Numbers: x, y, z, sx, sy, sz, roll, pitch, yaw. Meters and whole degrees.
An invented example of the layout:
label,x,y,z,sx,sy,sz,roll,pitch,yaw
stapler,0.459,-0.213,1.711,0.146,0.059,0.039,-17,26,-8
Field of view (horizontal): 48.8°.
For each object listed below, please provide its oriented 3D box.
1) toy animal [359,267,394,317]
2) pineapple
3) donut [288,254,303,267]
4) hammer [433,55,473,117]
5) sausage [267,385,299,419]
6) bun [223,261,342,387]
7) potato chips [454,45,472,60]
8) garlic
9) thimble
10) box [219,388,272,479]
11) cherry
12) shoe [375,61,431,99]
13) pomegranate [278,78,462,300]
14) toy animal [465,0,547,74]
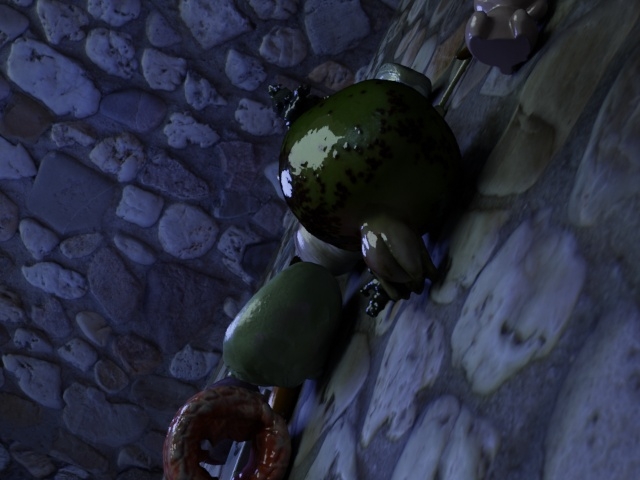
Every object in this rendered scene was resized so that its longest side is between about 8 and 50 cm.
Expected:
label,x,y,z,sx,sy,sz,roll,pitch,yaw
toy animal,0.099,0.076,1.153,0.065,0.047,0.136,-47,11,39
pineapple,0.001,-0.335,1.975,0.223,0.357,0.223,-62,5,9
donut,-0.068,0.177,1.635,0.272,0.107,0.272,25,-90,-86
hammer,0.273,-0.326,1.394,0.195,0.028,0.060,-59,2,11
sausage,-0.074,0.316,1.507,0.062,0.054,0.183,-16,39,41
bun,-0.050,0.181,1.364,0.283,0.179,0.283,-46,-15,-17
potato chips,0.323,-0.428,1.338,0.204,0.037,0.026,-58,19,9
garlic,0.006,-0.063,1.491,0.245,0.253,0.245,-52,14,19
thimble,-0.178,0.391,1.308,0.162,0.239,0.239,124,169,-61
box,-0.154,0.457,1.535,0.149,0.067,0.233,123,170,-53
cherry,-0.242,0.449,1.727,0.266,0.183,0.213,-51,8,-31
shoe,0.149,-0.262,1.640,0.342,0.132,0.211,128,162,-73
pomegranate,0.087,-0.064,1.055,0.285,0.284,0.341,125,142,-48
toy animal,0.285,-0.365,1.074,0.124,0.124,0.213,130,160,-61
